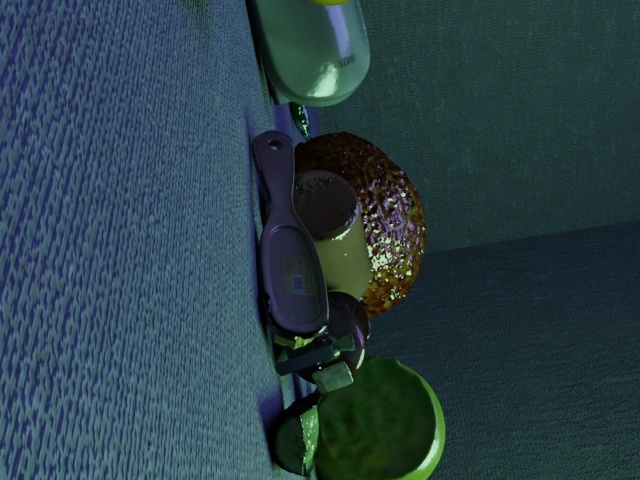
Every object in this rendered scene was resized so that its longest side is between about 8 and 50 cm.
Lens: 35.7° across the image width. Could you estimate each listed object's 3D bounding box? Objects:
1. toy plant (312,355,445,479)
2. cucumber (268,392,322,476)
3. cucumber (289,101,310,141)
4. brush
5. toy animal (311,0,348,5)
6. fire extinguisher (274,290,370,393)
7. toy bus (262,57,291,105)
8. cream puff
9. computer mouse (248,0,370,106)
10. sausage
[{"bbox_3d":[0.066,0.293,1.390,0.316,0.184,0.224,100,-33,-66],"label":"toy plant"},{"bbox_3d":[-0.023,0.204,1.037,0.220,0.046,0.071,37,47,-84],"label":"cucumber"},{"bbox_3d":[-0.047,-0.277,2.078,0.037,0.037,0.155,-88,166,-75],"label":"cucumber"},{"bbox_3d":[-0.047,-0.004,1.139,0.067,0.071,0.313,111,-24,-46],"label":"brush"},{"bbox_3d":[0.018,-0.380,0.914,0.277,0.246,0.345,47,14,-51],"label":"toy animal"},{"bbox_3d":[0.006,0.121,1.192,0.269,0.104,0.105,-39,120,-85],"label":"fire extinguisher"},{"bbox_3d":[-0.044,-0.341,1.719,0.317,0.112,0.138,-95,165,-64],"label":"toy bus"},{"bbox_3d":[0.067,-0.026,1.714,0.350,0.228,0.351,-8,90,-85],"label":"cream puff"},{"bbox_3d":[-0.018,-0.365,1.495,0.095,0.197,0.331,8,-58,50],"label":"computer mouse"},{"bbox_3d":[0.000,0.000,1.314,0.253,0.123,0.123,73,8,-68],"label":"sausage"}]
